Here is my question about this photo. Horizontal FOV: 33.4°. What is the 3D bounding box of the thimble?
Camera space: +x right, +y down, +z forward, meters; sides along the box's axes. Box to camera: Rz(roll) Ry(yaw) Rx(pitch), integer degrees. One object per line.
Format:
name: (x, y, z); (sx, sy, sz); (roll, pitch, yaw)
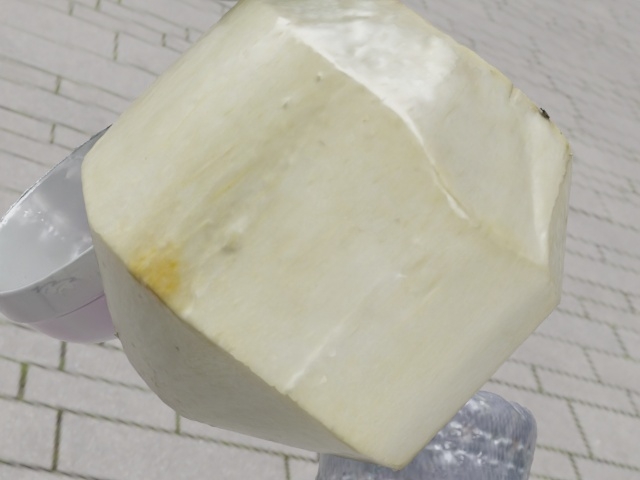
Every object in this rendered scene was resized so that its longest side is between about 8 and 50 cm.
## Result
thimble: (0.090, 0.226, 1.025); (0.205, 0.236, 0.172); (20, 76, -17)

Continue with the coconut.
coconut: (0.000, 0.000, 0.696); (0.323, 0.323, 0.323); (21, 31, -13)

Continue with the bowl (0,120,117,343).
bowl: (-0.203, -0.002, 1.108); (0.144, 0.287, 0.287); (52, 19, -29)
